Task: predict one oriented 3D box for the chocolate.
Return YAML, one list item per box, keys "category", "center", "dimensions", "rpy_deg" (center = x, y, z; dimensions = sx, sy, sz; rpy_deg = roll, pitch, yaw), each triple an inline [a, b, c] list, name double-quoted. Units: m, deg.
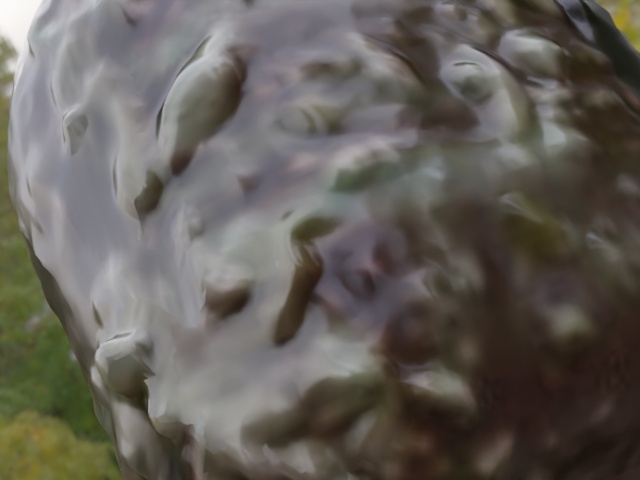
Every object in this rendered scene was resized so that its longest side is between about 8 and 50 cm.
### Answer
- category: "chocolate"
  center: [0.000, 0.000, 0.640]
  dimensions: [0.210, 0.340, 0.225]
  rpy_deg: [-7, -32, -46]
